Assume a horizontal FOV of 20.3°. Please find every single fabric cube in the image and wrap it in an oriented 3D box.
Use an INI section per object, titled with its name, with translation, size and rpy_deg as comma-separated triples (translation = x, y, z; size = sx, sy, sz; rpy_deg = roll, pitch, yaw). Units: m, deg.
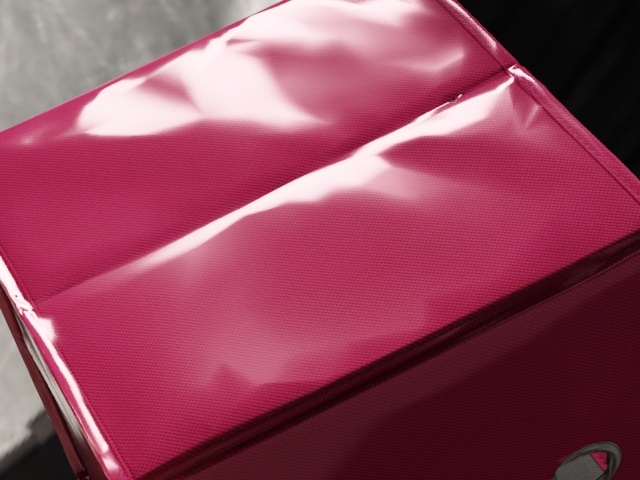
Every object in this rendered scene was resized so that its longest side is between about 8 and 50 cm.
[fabric cube]
translation = 0.003, 0.060, 0.873
size = 0.258, 0.254, 0.259
rpy_deg = -26, 45, -13
